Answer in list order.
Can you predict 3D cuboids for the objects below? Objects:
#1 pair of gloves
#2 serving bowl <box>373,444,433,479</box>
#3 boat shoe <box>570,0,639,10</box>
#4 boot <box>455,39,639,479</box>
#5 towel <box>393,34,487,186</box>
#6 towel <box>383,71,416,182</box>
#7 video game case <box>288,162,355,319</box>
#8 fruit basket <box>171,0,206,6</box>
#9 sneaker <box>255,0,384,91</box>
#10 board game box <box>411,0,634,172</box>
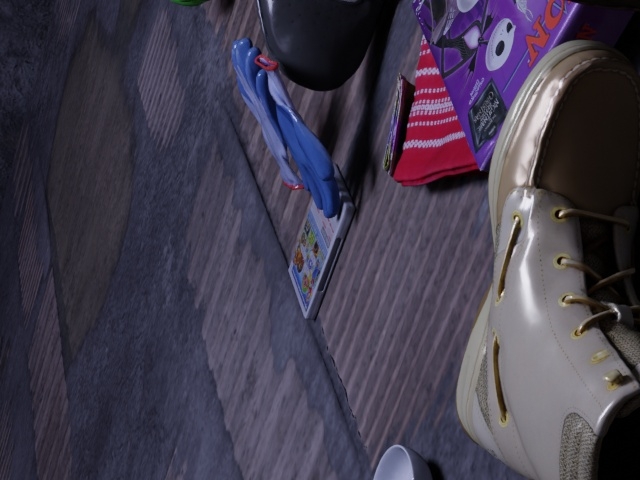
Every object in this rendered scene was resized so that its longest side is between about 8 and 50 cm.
[{"bbox_3d":[-0.030,-0.103,1.509,0.159,0.023,0.198,67,169,-20],"label":"pair of gloves"},{"bbox_3d":[0.064,0.193,1.227,0.083,0.027,0.083,-169,90,-72],"label":"serving bowl"},{"bbox_3d":[0.196,-0.181,0.906,0.257,0.095,0.095,11,84,48],"label":"boat shoe"},{"bbox_3d":[0.159,0.031,0.929,0.203,0.095,0.262,-132,53,-68],"label":"boot"},{"bbox_3d":[0.121,-0.177,1.254,0.199,0.031,0.275,178,102,-70],"label":"towel"},{"bbox_3d":[0.066,-0.090,1.353,0.060,0.009,0.083,21,-103,-74],"label":"towel"},{"bbox_3d":[0.000,0.000,1.541,0.087,0.011,0.122,-112,37,-56],"label":"video game case"},{"bbox_3d":[-0.165,-0.485,2.018,0.392,0.283,0.392,42,154,26],"label":"fruit basket"},{"bbox_3d":[0.028,-0.294,1.442,0.146,0.122,0.331,-162,83,-73],"label":"sneaker"},{"bbox_3d":[0.171,-0.233,1.069,0.347,0.056,0.208,-62,31,32],"label":"board game box"}]
